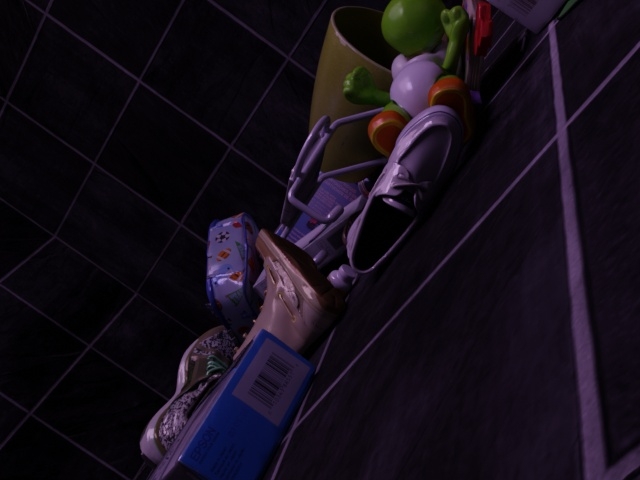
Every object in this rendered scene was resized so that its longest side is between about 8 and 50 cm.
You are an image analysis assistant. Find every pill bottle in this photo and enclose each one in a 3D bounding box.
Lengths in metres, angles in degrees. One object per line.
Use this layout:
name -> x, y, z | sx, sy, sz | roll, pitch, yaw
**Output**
pill bottle -> 0.024, 0.079, 1.348 | 0.083, 0.043, 0.043 | -52, 5, 27

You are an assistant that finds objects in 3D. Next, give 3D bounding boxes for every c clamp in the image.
c clamp -> 0.312, -0.311, 1.405 | 0.160, 0.022, 0.137 | -49, 7, 47

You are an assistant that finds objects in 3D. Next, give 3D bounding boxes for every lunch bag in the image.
lunch bag -> -0.183, 0.103, 1.923 | 0.115, 0.243, 0.303 | -13, 44, 11

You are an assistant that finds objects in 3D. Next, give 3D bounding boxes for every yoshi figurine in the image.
yoshi figurine -> 0.152, -0.283, 1.292 | 0.362, 0.204, 0.203 | -81, 7, -53

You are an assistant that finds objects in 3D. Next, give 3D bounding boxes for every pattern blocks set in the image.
pattern blocks set -> 0.254, -0.340, 1.349 | 0.285, 0.026, 0.324 | 88, -176, -50

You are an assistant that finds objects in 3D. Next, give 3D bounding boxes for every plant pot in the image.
plant pot -> 0.089, -0.269, 1.627 | 0.293, 0.275, 0.275 | -61, -1, 35

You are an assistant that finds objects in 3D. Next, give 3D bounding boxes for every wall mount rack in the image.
wall mount rack -> 0.041, -0.121, 1.462 | 0.304, 0.130, 0.350 | -57, -6, -23

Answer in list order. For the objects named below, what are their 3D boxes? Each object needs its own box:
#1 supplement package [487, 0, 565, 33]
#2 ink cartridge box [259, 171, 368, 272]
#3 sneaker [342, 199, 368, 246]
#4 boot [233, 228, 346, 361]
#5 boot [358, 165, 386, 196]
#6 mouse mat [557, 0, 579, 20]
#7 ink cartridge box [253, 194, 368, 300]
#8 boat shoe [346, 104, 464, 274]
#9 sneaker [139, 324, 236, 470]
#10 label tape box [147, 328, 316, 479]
supplement package -> 0.361, -0.440, 1.283 | 0.179, 0.105, 0.105 | -56, -1, -23
ink cartridge box -> 0.034, -0.102, 1.968 | 0.395, 0.151, 0.270 | -55, 4, 15
sneaker -> 0.092, -0.029, 1.457 | 0.188, 0.066, 0.071 | -51, -16, -42
boot -> -0.080, 0.114, 1.351 | 0.203, 0.095, 0.262 | -57, 41, 13
boot -> 0.160, -0.164, 1.769 | 0.086, 0.069, 0.190 | -20, 25, 43
mouse mat -> 0.409, -0.400, 1.132 | 0.152, 0.007, 0.190 | -55, 5, -17
ink cartridge box -> 0.000, 0.000, 1.717 | 0.275, 0.060, 0.239 | -36, 11, 20
boat shoe -> 0.116, -0.066, 1.151 | 0.267, 0.096, 0.088 | -54, 8, 21
sneaker -> -0.239, 0.333, 1.810 | 0.182, 0.158, 0.410 | -37, 20, 37
label tape box -> -0.161, 0.309, 1.154 | 0.333, 0.106, 0.240 | -50, 5, 44
